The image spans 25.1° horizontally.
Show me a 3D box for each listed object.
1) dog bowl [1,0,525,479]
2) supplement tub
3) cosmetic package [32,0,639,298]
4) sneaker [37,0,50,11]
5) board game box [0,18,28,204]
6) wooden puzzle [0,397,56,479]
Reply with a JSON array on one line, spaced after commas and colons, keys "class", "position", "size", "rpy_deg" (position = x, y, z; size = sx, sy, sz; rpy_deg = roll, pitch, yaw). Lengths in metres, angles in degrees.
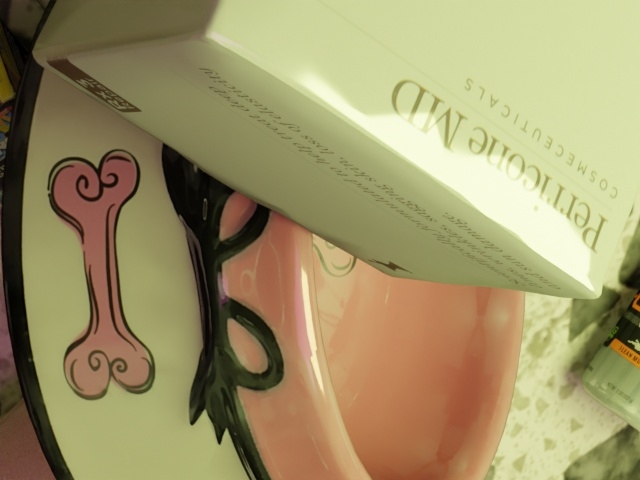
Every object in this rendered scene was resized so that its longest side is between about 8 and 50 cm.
[{"class": "dog bowl", "position": [0.000, 0.000, 0.838], "size": [0.408, 0.150, 0.408], "rpy_deg": [11, 78, -63]}, {"class": "supplement tub", "position": [0.313, 0.073, 1.192], "size": [0.117, 0.117, 0.190], "rpy_deg": [29, 95, -34]}, {"class": "cosmetic package", "position": [0.068, -0.191, 0.612], "size": [0.217, 0.156, 0.385], "rpy_deg": [29, 75, -32]}, {"class": "sneaker", "position": [-0.117, -0.227, 0.851], "size": [0.087, 0.092, 0.228], "rpy_deg": [7, 109, -31]}, {"class": "board game box", "position": [-0.168, -0.054, 0.851], "size": [0.048, 0.170, 0.141], "rpy_deg": [-36, 123, 1]}, {"class": "wooden puzzle", "position": [-0.122, 0.258, 1.009], "size": [0.322, 0.080, 0.348], "rpy_deg": [-46, 125, -28]}]
